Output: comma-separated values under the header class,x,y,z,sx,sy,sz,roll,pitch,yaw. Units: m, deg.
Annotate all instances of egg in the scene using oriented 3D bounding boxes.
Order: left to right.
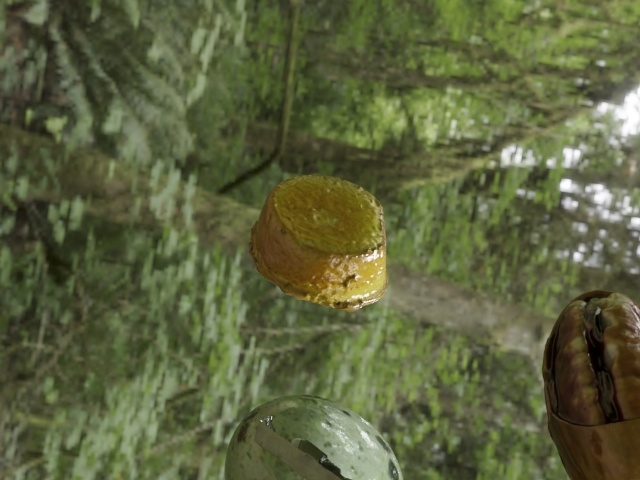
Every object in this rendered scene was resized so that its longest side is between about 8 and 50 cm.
class,x,y,z,sx,sy,sz,roll,pitch,yaw
egg,-0.010,0.413,1.884,0.288,0.287,0.379,-86,154,-49

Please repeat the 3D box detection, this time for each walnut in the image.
class,x,y,z,sx,sy,sz,roll,pitch,yaw
walnut,0.225,0.116,0.846,0.207,0.115,0.116,-87,-173,-45

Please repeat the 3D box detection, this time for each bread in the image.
class,x,y,z,sx,sy,sz,roll,pitch,yaw
bread,0.000,0.000,1.877,0.268,0.268,0.146,-86,-170,-53

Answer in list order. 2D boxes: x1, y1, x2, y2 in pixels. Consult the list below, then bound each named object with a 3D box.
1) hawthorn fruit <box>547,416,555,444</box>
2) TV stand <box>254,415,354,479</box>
class,x,y,z,sx,sy,sz,roll,pitch,yaw
hawthorn fruit,0.306,0.183,1.206,0.128,0.128,0.128,-171,-90,-86
TV stand,-0.003,0.323,1.577,0.249,0.042,0.036,28,-74,39
